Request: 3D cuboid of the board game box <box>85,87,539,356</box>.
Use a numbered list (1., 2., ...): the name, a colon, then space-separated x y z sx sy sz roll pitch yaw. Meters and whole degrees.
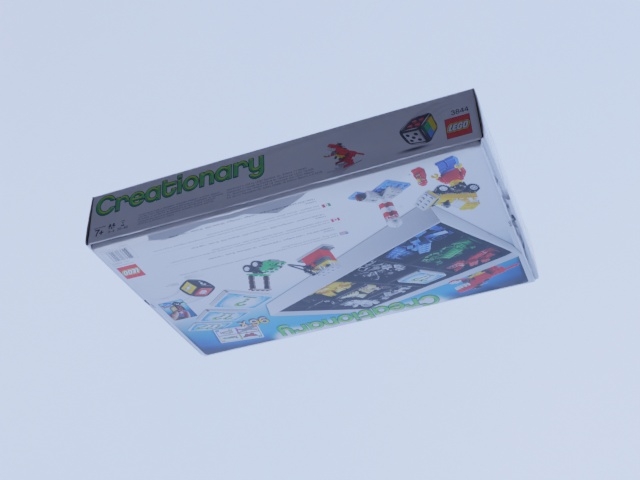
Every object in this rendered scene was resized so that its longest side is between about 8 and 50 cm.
1. board game box: 0.000 0.000 0.766 0.305 0.193 0.053 -14 -126 16
